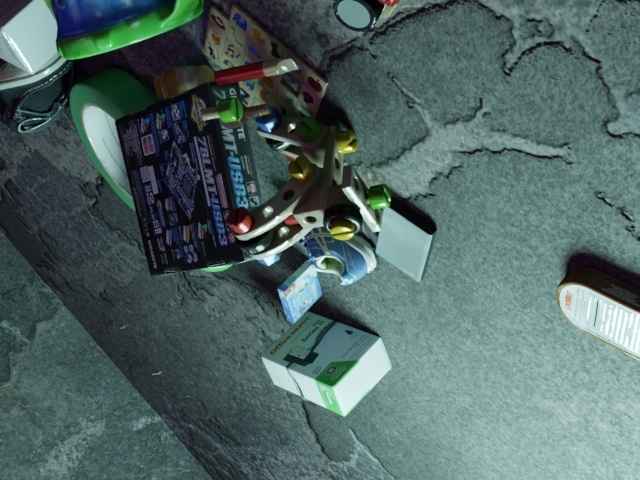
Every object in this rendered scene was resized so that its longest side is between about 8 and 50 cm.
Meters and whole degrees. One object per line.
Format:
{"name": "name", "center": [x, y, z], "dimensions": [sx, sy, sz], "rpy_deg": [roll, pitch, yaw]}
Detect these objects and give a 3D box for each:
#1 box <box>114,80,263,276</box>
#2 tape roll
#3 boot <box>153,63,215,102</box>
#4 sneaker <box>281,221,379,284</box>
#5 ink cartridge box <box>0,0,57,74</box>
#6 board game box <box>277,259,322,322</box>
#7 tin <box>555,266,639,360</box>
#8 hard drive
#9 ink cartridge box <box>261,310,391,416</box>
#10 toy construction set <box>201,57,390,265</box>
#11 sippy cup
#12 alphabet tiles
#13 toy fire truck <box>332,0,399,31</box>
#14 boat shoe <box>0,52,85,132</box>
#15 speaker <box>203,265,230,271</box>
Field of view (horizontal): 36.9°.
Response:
{"name": "box", "center": [-0.219, -0.096, 1.623], "dimensions": [0.293, 0.073, 0.295], "rpy_deg": [-11, 93, 47]}
{"name": "tape roll", "center": [-0.377, -0.189, 1.921], "dimensions": [0.321, 0.077, 0.321], "rpy_deg": [38, 150, 27]}
{"name": "boot", "center": [-0.217, -0.221, 1.706], "dimensions": [0.152, 0.073, 0.197], "rpy_deg": [3, 118, 50]}
{"name": "sneaker", "center": [0.000, 0.000, 1.680], "dimensions": [0.211, 0.081, 0.080], "rpy_deg": [33, 150, 27]}
{"name": "ink cartridge box", "center": [-0.558, -0.444, 1.730], "dimensions": [0.278, 0.201, 0.117], "rpy_deg": [29, 157, 31]}
{"name": "board game box", "center": [-0.038, 0.099, 1.847], "dimensions": [0.020, 0.090, 0.090], "rpy_deg": [22, 144, 34]}
{"name": "tin", "center": [0.410, 0.104, 1.310], "dimensions": [0.190, 0.040, 0.106], "rpy_deg": [28, 142, 31]}
{"name": "hard drive", "center": [0.138, 0.000, 1.556], "dimensions": [0.094, 0.022, 0.135], "rpy_deg": [35, 150, 19]}
{"name": "ink cartridge box", "center": [0.009, 0.239, 1.897], "dimensions": [0.208, 0.153, 0.086], "rpy_deg": [15, 138, 43]}
{"name": "toy construction set", "center": [-0.013, -0.127, 1.437], "dimensions": [0.237, 0.257, 0.308], "rpy_deg": [-6, 121, 30]}
{"name": "sippy cup", "center": [-0.323, -0.420, 1.457], "dimensions": [0.306, 0.240, 0.224], "rpy_deg": [-14, 112, 10]}
{"name": "alphabet tiles", "center": [-0.097, -0.269, 1.546], "dimensions": [0.237, 0.009, 0.198], "rpy_deg": [42, 152, 10]}
{"name": "toy fire truck", "center": [0.040, -0.397, 1.075], "dimensions": [0.217, 0.158, 0.246], "rpy_deg": [31, 151, -5]}
{"name": "boat shoe", "center": [-0.584, -0.317, 1.970], "dimensions": [0.156, 0.187, 0.500], "rpy_deg": [50, 157, -18]}
{"name": "speaker", "center": [-0.209, -0.064, 1.834], "dimensions": [0.131, 0.131, 0.296], "rpy_deg": [36, 150, 19]}
